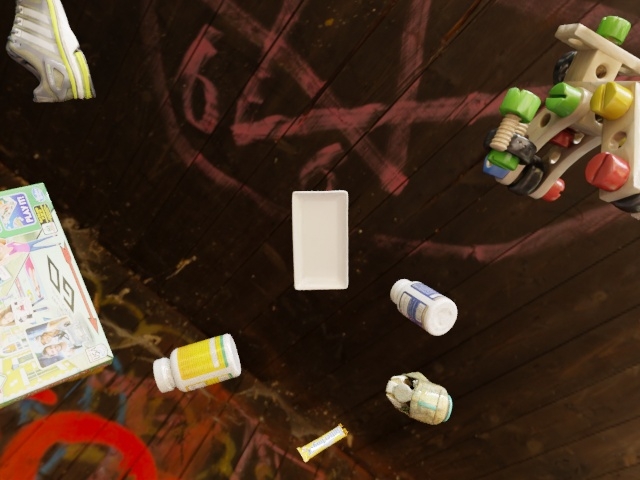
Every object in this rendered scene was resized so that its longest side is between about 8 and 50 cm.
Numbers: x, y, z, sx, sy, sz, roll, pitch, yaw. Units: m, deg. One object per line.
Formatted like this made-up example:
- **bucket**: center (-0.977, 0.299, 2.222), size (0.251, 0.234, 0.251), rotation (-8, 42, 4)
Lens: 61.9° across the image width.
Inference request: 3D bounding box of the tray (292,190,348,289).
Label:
- **tray**: center (0.000, 0.000, 1.411), size (0.145, 0.030, 0.271), rotation (-1, -72, 0)

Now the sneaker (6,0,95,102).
- **sneaker**: center (-0.540, -0.401, 1.005), size (0.111, 0.121, 0.300), rotation (-6, -72, 65)

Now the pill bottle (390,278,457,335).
- **pill bottle**: center (0.177, 0.113, 0.940), size (0.120, 0.067, 0.067), rotation (33, -36, 57)

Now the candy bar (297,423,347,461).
- **candy bar**: center (0.008, 0.541, 1.431), size (0.040, 0.161, 0.018), rotation (48, -46, 29)

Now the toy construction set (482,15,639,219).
- **toy construction set**: center (0.371, -0.140, 0.627), size (0.308, 0.257, 0.237), rotation (26, -86, 8)

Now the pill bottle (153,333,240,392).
- **pill bottle**: center (-0.327, 0.332, 1.418), size (0.208, 0.118, 0.118), rotation (-16, -63, -4)

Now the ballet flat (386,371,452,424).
- **ballet flat**: center (0.235, 0.406, 1.408), size (0.123, 0.123, 0.348), rotation (35, -11, -1)

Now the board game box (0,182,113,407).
- **board game box**: center (-0.476, 0.080, 0.804), size (0.318, 0.213, 0.046), rotation (62, -34, 11)
